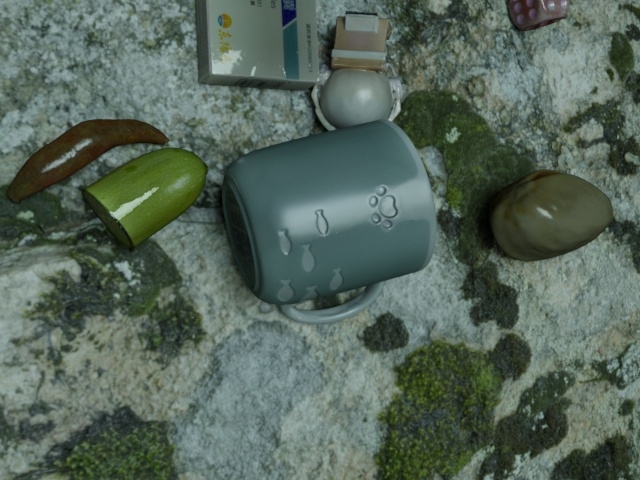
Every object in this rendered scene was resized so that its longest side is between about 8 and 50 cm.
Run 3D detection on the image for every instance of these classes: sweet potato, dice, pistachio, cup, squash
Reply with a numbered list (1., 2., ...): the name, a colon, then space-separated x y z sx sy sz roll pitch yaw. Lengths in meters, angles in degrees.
1. sweet potato: -0.353 -0.138 1.026 0.255 0.058 0.078 -30 116 -27
2. dice: 0.458 -0.499 1.433 0.091 0.094 0.093 -18 94 -30
3. pistachio: 0.463 -0.043 1.373 0.288 0.166 0.197 5 108 -30
4. cup: 0.000 0.000 1.105 0.275 0.259 0.356 -14 128 -17
5. squash: -0.252 -0.076 1.038 0.187 0.123 0.123 -36 103 -23

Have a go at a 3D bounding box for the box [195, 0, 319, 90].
1. box: -0.110 -0.436 1.158 0.200 0.065 0.343 -2 88 -26

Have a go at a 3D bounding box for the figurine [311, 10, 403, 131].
1. figurine: 0.066 -0.282 1.214 0.163 0.141 0.236 2 88 2
